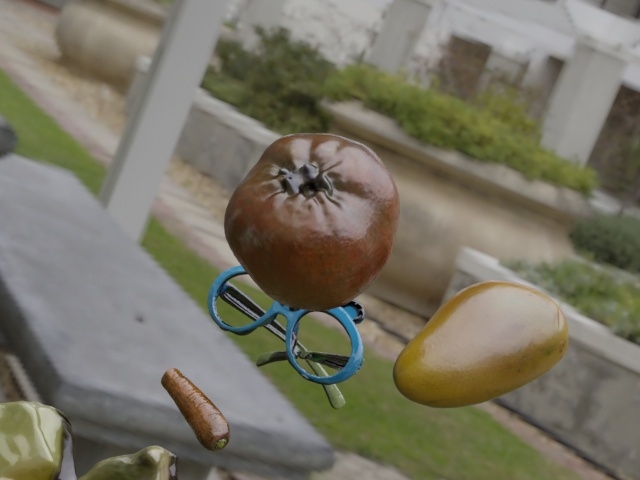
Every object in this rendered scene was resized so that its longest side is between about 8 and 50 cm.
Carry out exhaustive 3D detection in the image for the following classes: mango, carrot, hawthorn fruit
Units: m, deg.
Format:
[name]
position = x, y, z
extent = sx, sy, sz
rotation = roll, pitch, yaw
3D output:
[mango]
position = 0.190, 0.126, 1.740
extent = 0.253, 0.138, 0.113
rotation = -19, -6, -29
[carrot]
position = -0.110, 0.150, 1.275
extent = 0.032, 0.032, 0.093
rotation = 14, 26, -49
[hawthorn fruit]
position = 0.000, 0.000, 1.644
extent = 0.199, 0.199, 0.251
rotation = 27, -26, 30

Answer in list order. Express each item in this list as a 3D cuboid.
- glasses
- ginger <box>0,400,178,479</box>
[glasses]
position = -0.038, 0.146, 1.842
extent = 0.239, 0.207, 0.102
rotation = 26, 47, 31
[ginger]
position = -0.288, 0.249, 0.956
extent = 0.413, 0.358, 0.211
rotation = 26, -4, 31
